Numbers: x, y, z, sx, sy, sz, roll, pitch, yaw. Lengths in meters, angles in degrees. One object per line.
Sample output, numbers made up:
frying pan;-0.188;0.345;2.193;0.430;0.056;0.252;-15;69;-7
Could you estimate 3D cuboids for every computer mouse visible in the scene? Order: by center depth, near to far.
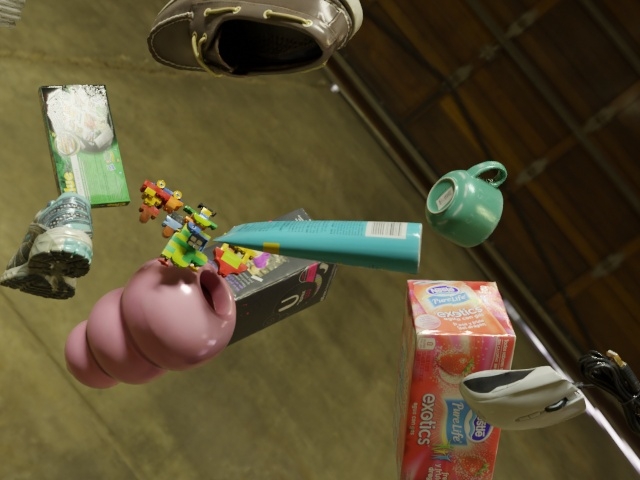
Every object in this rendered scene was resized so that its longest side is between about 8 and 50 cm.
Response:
computer mouse;0.217;0.157;0.872;0.106;0.193;0.042;48;47;-26

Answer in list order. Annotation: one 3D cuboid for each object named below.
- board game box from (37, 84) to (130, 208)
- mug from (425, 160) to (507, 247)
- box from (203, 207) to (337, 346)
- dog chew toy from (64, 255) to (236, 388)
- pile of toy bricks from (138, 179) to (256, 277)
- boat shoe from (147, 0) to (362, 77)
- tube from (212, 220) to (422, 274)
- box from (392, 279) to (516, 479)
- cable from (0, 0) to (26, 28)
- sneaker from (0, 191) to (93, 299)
board game box;-0.470;-0.187;1.797;0.136;0.030;0.259;-5;74;-32
mug;0.261;-0.077;1.673;0.097;0.157;0.129;25;-13;-30
box;-0.115;0.074;1.831;0.270;0.165;0.143;-24;59;-31
dog chew toy;-0.314;0.160;1.596;0.206;0.332;0.206;50;23;-31
pile of toy bricks;-0.221;0.002;1.476;0.212;0.105;0.118;33;-25;-11
boat shoe;-0.106;-0.263;1.165;0.096;0.325;0.116;-59;139;-38
tube;0.000;0.000;0.930;0.080;0.207;0.052;-30;125;-80
box;0.192;0.223;1.365;0.154;0.142;0.299;-92;-176;-62
cable;-0.515;-0.358;1.189;0.257;0.089;0.257;20;12;10
sneaker;-0.409;0.011;1.396;0.110;0.283;0.122;18;64;-29
